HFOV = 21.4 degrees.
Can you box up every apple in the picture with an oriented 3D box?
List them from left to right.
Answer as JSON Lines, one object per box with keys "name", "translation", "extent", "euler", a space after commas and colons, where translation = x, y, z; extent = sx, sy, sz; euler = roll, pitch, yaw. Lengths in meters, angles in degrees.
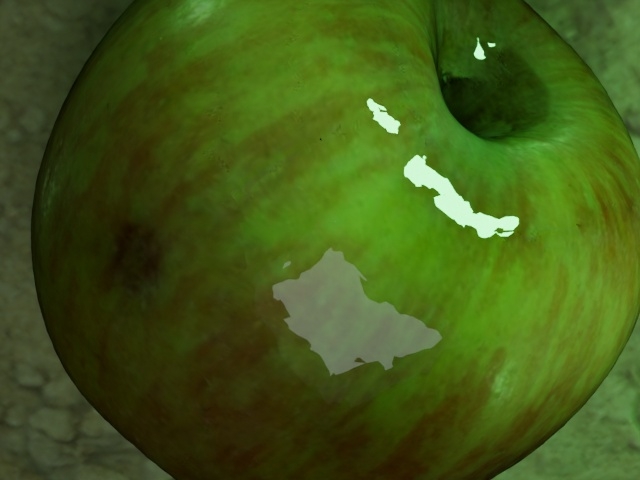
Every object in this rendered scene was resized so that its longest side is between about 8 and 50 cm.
{"name": "apple", "translation": [0.000, 0.000, 0.739], "extent": [0.264, 0.264, 0.264], "euler": [-2, 120, -3]}
